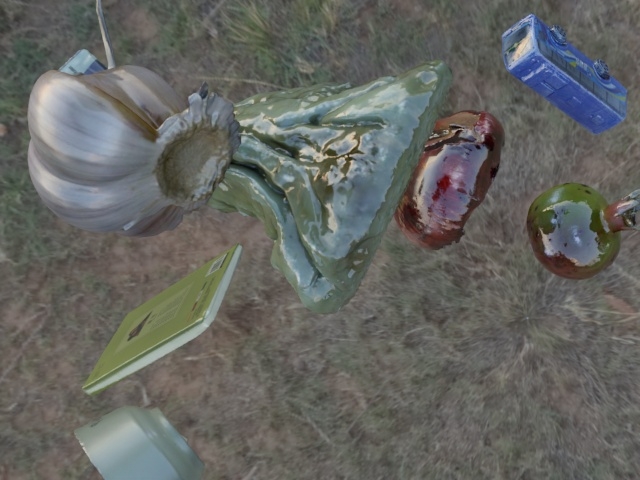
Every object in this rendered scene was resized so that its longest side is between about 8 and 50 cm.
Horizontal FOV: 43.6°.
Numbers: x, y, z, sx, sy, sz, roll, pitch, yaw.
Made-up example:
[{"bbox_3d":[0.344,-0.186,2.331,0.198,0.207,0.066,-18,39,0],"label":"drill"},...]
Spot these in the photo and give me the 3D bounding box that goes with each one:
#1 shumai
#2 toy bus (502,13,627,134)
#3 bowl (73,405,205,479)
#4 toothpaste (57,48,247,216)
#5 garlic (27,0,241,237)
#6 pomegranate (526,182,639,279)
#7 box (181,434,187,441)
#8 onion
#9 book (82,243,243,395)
[{"bbox_3d":[-0.020,-0.106,0.931,0.263,0.309,0.304,23,122,6],"label":"shumai"},{"bbox_3d":[0.397,-0.264,1.288,0.079,0.236,0.094,-37,36,42],"label":"toy bus"},{"bbox_3d":[-0.240,0.316,1.139,0.112,0.211,0.211,-38,76,-16],"label":"bowl"},{"bbox_3d":[-0.268,-0.170,1.337,0.392,0.061,0.099,39,56,-9],"label":"toothpaste"},{"bbox_3d":[-0.174,-0.132,0.782,0.207,0.207,0.257,5,82,15],"label":"garlic"},{"bbox_3d":[0.345,-0.010,1.030,0.159,0.129,0.129,7,86,34],"label":"pomegranate"},{"bbox_3d":[-0.294,0.455,1.540,0.024,0.090,0.167,4,65,10],"label":"box"},{"bbox_3d":[0.204,-0.128,1.442,0.195,0.272,0.272,26,92,-12],"label":"onion"},{"bbox_3d":[-0.299,0.150,1.545,0.352,0.239,0.035,-31,114,30],"label":"book"}]
